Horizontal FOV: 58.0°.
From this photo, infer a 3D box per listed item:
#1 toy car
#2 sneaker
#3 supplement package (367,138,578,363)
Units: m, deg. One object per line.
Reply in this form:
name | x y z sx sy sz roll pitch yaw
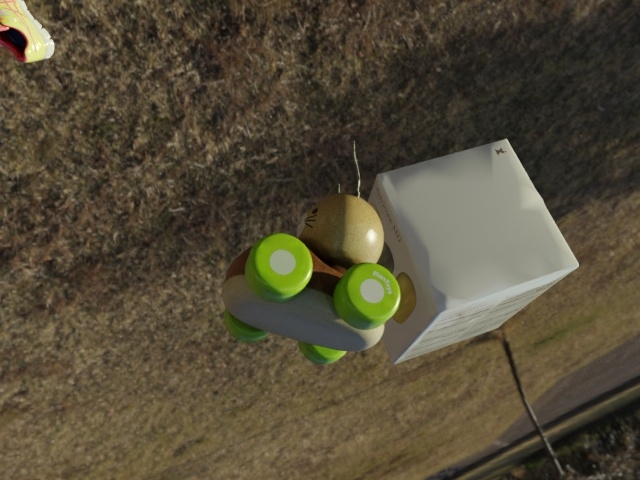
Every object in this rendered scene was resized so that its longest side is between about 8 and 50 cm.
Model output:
toy car | 0.000 0.000 0.545 0.148 0.189 0.155 18 152 -9
sneaker | -0.621 -0.437 1.123 0.081 0.094 0.208 -28 116 29
supplement package | 0.179 0.027 0.830 0.197 0.200 0.263 -16 158 -13
